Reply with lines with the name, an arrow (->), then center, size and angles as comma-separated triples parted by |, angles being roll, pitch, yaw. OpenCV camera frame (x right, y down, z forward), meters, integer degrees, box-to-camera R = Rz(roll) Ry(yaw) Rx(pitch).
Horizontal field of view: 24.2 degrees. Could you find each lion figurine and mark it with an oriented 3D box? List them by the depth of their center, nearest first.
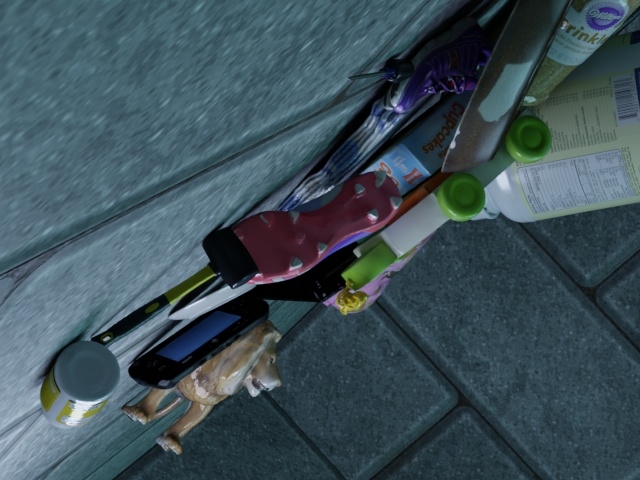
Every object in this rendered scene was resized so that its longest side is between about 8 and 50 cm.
lion figurine -> -0.193, 0.217, 2.378 | 0.240, 0.142, 0.392 | -50, -169, -13

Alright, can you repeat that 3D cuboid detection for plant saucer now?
plant saucer -> 0.222, -0.205, 1.647 | 0.310, 0.050, 0.310 | -63, 175, -9

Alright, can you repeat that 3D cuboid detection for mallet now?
mallet -> -0.147, 0.065, 1.542 | 0.189, 0.062, 0.039 | -41, 174, -17

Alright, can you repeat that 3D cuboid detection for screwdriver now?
screwdriver -> 0.056, -0.167, 1.467 | 0.024, 0.025, 0.170 | -44, 167, 23

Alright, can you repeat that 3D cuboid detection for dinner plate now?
dinner plate -> -0.126, 0.072, 1.879 | 0.141, 0.017, 0.141 | -27, 179, -1

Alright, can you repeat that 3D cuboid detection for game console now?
game console -> -0.094, 0.092, 2.016 | 0.361, 0.044, 0.213 | -35, -164, -27

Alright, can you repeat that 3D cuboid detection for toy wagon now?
toy wagon -> 0.136, -0.040, 1.849 | 0.344, 0.068, 0.267 | -40, -179, -22

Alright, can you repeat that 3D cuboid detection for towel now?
towel -> 0.065, -0.130, 1.777 | 0.209, 0.034, 0.285 | -42, 178, -39

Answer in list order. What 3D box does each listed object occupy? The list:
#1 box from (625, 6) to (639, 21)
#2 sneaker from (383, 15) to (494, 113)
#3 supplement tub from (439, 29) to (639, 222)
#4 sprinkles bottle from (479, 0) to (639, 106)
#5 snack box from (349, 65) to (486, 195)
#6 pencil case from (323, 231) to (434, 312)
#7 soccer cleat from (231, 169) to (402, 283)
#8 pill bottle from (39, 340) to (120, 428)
box -> 0.425, -0.339, 2.567 | 0.395, 0.097, 0.318 | -39, 178, -43
sneaker -> 0.136, -0.184, 1.618 | 0.170, 0.071, 0.068 | -39, 174, -34
supplement tub -> 0.349, -0.153, 2.079 | 0.325, 0.235, 0.235 | -10, -172, 21
sprinkles bottle -> 0.340, -0.315, 1.845 | 0.121, 0.121, 0.355 | -38, 174, -47
snack box -> 0.115, -0.109, 1.933 | 0.187, 0.060, 0.322 | -43, -177, -26
pencil case -> 0.110, -0.028, 2.374 | 0.167, 0.160, 0.386 | -6, 156, -32
soccer cleat -> -0.017, -0.008, 1.691 | 0.248, 0.083, 0.095 | -27, 173, -26
pill bottle -> -0.243, 0.148, 1.482 | 0.065, 0.065, 0.116 | -40, 176, -33
